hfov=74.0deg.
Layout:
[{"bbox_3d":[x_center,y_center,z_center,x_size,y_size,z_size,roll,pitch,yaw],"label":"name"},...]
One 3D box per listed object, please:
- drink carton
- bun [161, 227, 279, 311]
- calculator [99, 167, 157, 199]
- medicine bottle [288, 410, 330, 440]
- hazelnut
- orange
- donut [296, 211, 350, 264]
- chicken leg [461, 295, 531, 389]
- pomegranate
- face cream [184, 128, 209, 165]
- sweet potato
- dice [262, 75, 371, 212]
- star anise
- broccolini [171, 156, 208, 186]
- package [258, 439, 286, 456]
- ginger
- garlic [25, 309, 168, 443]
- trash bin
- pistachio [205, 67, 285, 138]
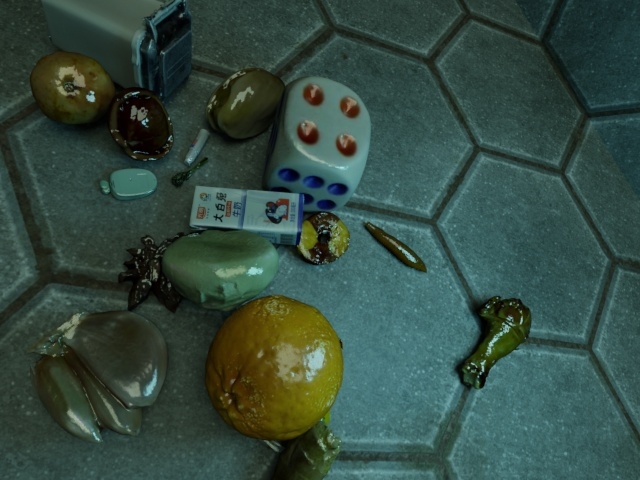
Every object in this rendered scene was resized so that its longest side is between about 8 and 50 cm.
[{"bbox_3d":[-0.209,-0.070,1.232,0.314,0.106,0.131,4,67,-4],"label":"drink carton"},{"bbox_3d":[-0.245,0.084,1.077,0.283,0.283,0.179,-4,115,-22],"label":"bun"},{"bbox_3d":[-0.548,-0.162,1.217,0.153,0.021,0.095,-11,74,-28],"label":"calculator"},{"bbox_3d":[-0.010,0.445,1.171,0.095,0.064,0.261,16,65,1],"label":"medicine bottle"},{"bbox_3d":[-0.506,-0.326,1.207,0.170,0.160,0.202,-39,116,-9],"label":"hazelnut"},{"bbox_3d":[-0.117,0.307,1.025,0.341,0.340,0.293,59,30,7],"label":"orange"},{"bbox_3d":[0.000,0.000,1.338,0.166,0.073,0.184,41,63,-1],"label":"donut"},{"bbox_3d":[0.581,0.306,1.411,0.361,0.140,0.212,-29,91,-31],"label":"chicken leg"},{"bbox_3d":[-0.675,-0.411,1.165,0.207,0.207,0.207,7,68,-19],"label":"pomegranate"},{"bbox_3d":[-0.386,-0.288,1.320,0.034,0.034,0.130,25,64,-11],"label":"face cream"},{"bbox_3d":[0.260,0.025,1.439,0.264,0.057,0.057,40,62,-5],"label":"sweet potato"},{"bbox_3d":[-0.019,-0.282,1.305,0.276,0.304,0.304,15,66,-16],"label":"dice"},{"bbox_3d":[-0.423,0.083,1.129,0.214,0.099,0.220,-10,74,-22],"label":"star anise"},{"bbox_3d":[-0.398,-0.214,1.293,0.035,0.030,0.140,38,59,1],"label":"broccolini"},{"bbox_3d":[-0.128,0.531,1.113,0.110,0.015,0.037,36,73,7],"label":"package"},{"bbox_3d":[-0.049,0.560,1.039,0.116,0.109,0.263,28,92,-12],"label":"ginger"},{"bbox_3d":[-0.499,0.300,0.999,0.325,0.132,0.279,44,62,2],"label":"garlic"},{"bbox_3d":[-0.576,-0.610,1.228,0.367,0.296,0.256,26,56,-1],"label":"trash bin"},{"bbox_3d":[-0.235,-0.442,1.377,0.288,0.197,0.166,-42,45,-17],"label":"pistachio"}]
